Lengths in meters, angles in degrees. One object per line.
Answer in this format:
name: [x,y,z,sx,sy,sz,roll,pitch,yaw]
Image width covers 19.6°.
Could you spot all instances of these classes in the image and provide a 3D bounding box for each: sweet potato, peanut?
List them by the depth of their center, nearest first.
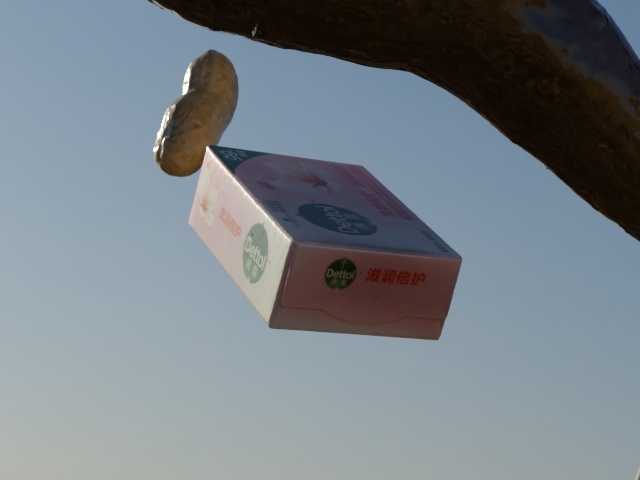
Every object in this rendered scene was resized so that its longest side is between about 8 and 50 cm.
sweet potato: [0.036,-0.058,0.493,0.250,0.059,0.069,26,-51,2]
peanut: [-0.067,-0.069,1.013,0.037,0.083,0.037,11,-37,8]

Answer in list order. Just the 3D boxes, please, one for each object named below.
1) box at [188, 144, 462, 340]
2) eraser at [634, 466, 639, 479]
box: [0.000,0.000,0.869,0.089,0.043,0.125,6,21,-26]
eraser: [0.166,0.234,0.897,0.098,0.096,0.404,13,24,15]
